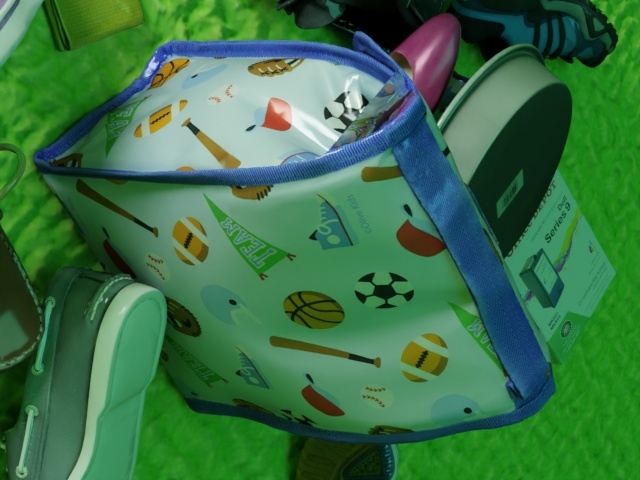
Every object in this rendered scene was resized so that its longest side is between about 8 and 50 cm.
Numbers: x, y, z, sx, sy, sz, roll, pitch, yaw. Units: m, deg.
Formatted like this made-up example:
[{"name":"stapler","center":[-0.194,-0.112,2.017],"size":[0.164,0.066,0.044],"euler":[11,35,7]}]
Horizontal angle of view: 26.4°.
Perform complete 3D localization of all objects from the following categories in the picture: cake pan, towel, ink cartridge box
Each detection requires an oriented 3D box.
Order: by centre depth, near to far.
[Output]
[{"name":"towel","center":[-0.218,-0.292,1.191],"size":[0.102,0.021,0.237],"euler":[-29,115,-38]},{"name":"cake pan","center":[0.175,-0.062,1.426],"size":[0.293,0.054,0.293],"euler":[-45,153,-31]},{"name":"ink cartridge box","center":[0.254,0.024,1.656],"size":[0.154,0.093,0.212],"euler":[-54,127,-25]}]

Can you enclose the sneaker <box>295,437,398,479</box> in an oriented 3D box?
[{"name":"sneaker","center":[0.053,0.188,1.466],"size":[0.131,0.111,0.297],"euler":[-24,125,-65]}]

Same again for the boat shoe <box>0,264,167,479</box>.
[{"name":"boat shoe","center":[-0.224,0.172,1.198],"size":[0.116,0.099,0.320],"euler":[-15,126,-64]}]

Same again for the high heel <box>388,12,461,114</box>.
[{"name":"high heel","center":[0.038,-0.141,1.368],"size":[0.117,0.082,0.244],"euler":[26,111,-41]}]

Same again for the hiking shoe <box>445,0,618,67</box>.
[{"name":"hiking shoe","center":[0.244,-0.260,1.623],"size":[0.132,0.113,0.304],"euler":[-52,142,12]}]

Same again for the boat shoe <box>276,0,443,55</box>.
[{"name":"boat shoe","center":[0.009,-0.257,1.350],"size":[0.340,0.127,0.113],"euler":[19,70,-54]}]

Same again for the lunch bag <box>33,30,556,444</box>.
[{"name":"lunch bag","center":[0.000,0.000,1.191],"size":[0.239,0.385,0.328],"euler":[-49,126,-28]}]

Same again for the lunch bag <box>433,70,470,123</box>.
[{"name":"lunch bag","center":[0.151,-0.093,1.538],"size":[0.129,0.096,0.151],"euler":[-56,156,-24]}]

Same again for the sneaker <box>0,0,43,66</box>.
[{"name":"sneaker","center":[-0.278,-0.228,1.011],"size":[0.161,0.102,0.282],"euler":[49,17,-24]}]

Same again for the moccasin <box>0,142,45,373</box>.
[{"name":"moccasin","center":[-0.317,-0.051,1.033],"size":[0.139,0.147,0.380],"euler":[-41,122,-34]}]
